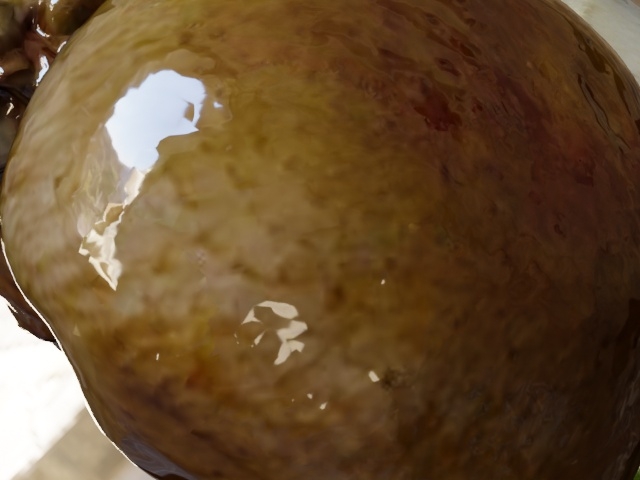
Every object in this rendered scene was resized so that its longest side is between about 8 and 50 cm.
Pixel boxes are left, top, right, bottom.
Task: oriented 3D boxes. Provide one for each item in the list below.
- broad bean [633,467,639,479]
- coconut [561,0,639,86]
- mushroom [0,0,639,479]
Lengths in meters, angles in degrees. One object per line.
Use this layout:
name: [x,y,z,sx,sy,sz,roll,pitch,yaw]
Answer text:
broad bean: [0.265,0.166,1.570,0.318,0.098,0.056,36,-13,49]
coconut: [0.125,-0.017,1.227,0.352,0.352,0.352,45,-5,5]
mushroom: [-0.002,-0.011,0.622,0.283,0.195,0.263,18,36,-6]
